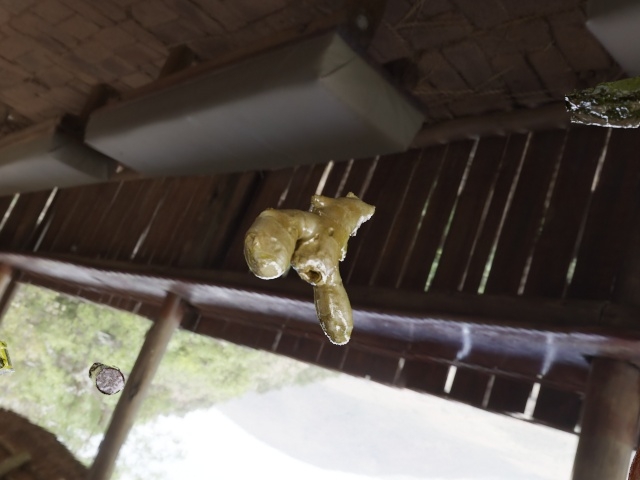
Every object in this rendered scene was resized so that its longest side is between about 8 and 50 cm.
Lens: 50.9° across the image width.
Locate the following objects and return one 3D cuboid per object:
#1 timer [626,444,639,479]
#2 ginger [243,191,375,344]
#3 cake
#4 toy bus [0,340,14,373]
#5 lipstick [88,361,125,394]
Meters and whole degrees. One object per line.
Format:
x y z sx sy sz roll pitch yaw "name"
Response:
0.328 0.296 0.551 0.161 0.257 0.250 6 -163 41 "timer"
-0.021 -0.003 1.445 0.122 0.348 0.363 -20 136 37 "ginger"
0.324 -0.142 0.708 0.140 0.055 0.051 -7 134 40 "cake"
-0.685 0.250 1.227 0.226 0.074 0.081 -22 176 -22 "toy bus"
-0.223 0.139 0.687 0.027 0.027 0.176 26 163 -18 "lipstick"
